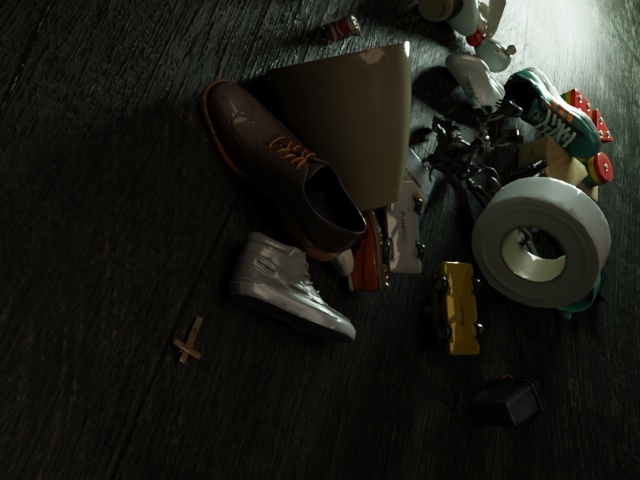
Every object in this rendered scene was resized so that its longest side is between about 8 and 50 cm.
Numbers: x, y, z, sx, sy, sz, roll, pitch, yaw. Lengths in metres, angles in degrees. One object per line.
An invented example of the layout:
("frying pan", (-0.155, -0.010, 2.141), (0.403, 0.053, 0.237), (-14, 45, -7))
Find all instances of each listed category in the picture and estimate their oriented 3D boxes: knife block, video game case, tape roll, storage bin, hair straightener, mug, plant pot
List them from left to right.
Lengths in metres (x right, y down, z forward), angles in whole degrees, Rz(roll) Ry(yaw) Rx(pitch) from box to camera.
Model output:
("plant pot", (0.058, -0.196, 1.447), (0.256, 0.256, 0.274), (-25, 107, -48))
("video game case", (0.185, -0.111, 1.694), (0.119, 0.015, 0.166), (47, 48, -26))
("hair straightener", (0.419, -0.090, 1.869), (0.230, 0.089, 0.047), (52, 10, 0))
("storage bin", (0.376, 0.334, 1.660), (0.091, 0.135, 0.098), (-24, 94, -38))
("tape roll", (0.479, 0.008, 1.763), (0.286, 0.286, 0.100), (58, 43, -15))
("knife block", (0.578, -0.129, 2.056), (0.276, 0.088, 0.242), (28, 58, -38))
("mug", (0.619, 0.107, 2.003), (0.129, 0.158, 0.097), (40, 44, 2))

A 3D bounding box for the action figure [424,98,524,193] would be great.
("action figure", (0.319, -0.208, 1.784), (0.276, 0.141, 0.164), (-26, 105, -21))

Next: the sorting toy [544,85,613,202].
("sorting toy", (0.741, -0.279, 2.276), (0.255, 0.089, 0.257), (32, 55, -35))

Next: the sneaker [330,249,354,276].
("sneaker", (0.000, 0.000, 1.443), (0.075, 0.057, 0.161), (-26, 97, -31))

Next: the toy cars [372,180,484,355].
("toy cars", (0.199, 0.059, 1.602), (0.176, 0.087, 0.393), (-45, 105, -32))

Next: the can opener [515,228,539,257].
("can opener", (0.498, 0.024, 1.925), (0.074, 0.093, 0.280), (-31, 104, -48))

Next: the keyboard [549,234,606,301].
("keyboard", (0.672, 0.051, 2.134), (0.317, 0.033, 0.201), (47, 41, -23))

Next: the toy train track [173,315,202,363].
("toy train track", (-0.197, 0.150, 1.208), (0.048, 0.014, 0.083), (38, 46, -22))

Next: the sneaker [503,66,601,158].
("sneaker", (0.592, -0.318, 2.092), (0.121, 0.108, 0.302), (-29, 72, -38))

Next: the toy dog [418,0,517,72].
("toy dog", (0.386, -0.558, 1.949), (0.334, 0.161, 0.220), (16, 66, -42))

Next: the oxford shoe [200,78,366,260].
("oxford shoe", (-0.053, -0.134, 1.338), (0.363, 0.133, 0.130), (49, 59, -7))

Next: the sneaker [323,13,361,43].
("sneaker", (0.045, -0.430, 1.646), (0.118, 0.067, 0.042), (-32, 99, -77))

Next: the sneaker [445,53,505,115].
("sneaker", (0.373, -0.367, 1.940), (0.212, 0.080, 0.094), (31, 68, -37))

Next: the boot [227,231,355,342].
("boot", (-0.031, 0.077, 1.342), (0.258, 0.095, 0.123), (30, 63, -35))

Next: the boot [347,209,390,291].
("boot", (0.077, 0.019, 1.486), (0.059, 0.085, 0.158), (35, 49, -74))
